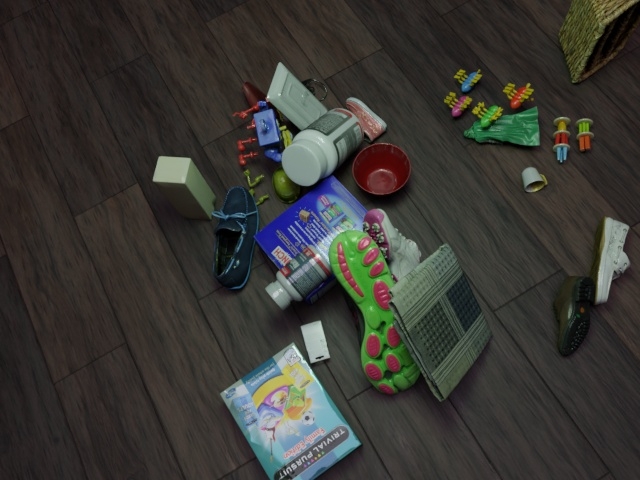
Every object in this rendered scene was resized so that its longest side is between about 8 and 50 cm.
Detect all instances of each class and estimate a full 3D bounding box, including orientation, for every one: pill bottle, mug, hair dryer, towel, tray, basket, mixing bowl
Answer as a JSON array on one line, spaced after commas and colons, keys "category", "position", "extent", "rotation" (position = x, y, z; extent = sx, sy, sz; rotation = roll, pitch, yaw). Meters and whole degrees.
[{"category": "pill bottle", "position": [0.007, -0.292, 1.737], "extent": [0.161, 0.161, 0.283], "rotation": [27, 42, 16]}, {"category": "mug", "position": [0.666, -0.192, 1.745], "extent": [0.062, 0.078, 0.064], "rotation": [-30, 54, 30]}, {"category": "hair dryer", "position": [-0.141, -0.487, 1.952], "extent": [0.293, 0.080, 0.224], "rotation": [17, 63, 2]}, {"category": "pill bottle", "position": [-0.062, 0.106, 1.552], "extent": [0.180, 0.108, 0.108], "rotation": [-40, 70, -6]}, {"category": "towel", "position": [0.320, 0.211, 1.485], "extent": [0.324, 0.056, 0.312], "rotation": [-35, 102, -42]}, {"category": "tray", "position": [-0.061, -0.448, 1.824], "extent": [0.030, 0.270, 0.145], "rotation": [-3, 64, 40]}, {"category": "basket", "position": [0.923, -0.679, 1.769], "extent": [0.213, 0.299, 0.223], "rotation": [-5, 66, 3]}, {"category": "mixing bowl", "position": [0.196, -0.208, 1.777], "extent": [0.181, 0.098, 0.181], "rotation": [-3, 68, 6]}]

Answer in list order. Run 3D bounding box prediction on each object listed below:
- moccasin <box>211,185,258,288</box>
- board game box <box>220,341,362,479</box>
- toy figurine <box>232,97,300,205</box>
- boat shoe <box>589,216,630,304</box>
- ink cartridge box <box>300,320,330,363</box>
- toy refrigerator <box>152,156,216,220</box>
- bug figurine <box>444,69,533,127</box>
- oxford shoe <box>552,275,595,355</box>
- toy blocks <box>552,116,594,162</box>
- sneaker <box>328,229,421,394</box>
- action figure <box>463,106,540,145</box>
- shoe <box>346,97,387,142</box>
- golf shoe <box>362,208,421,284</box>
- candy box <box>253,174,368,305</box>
[{"category": "moccasin", "position": [-0.267, -0.023, 1.735], "extent": [0.137, 0.117, 0.342], "rotation": [-14, 65, 22]}, {"category": "board game box", "position": [-0.083, 0.496, 1.544], "extent": [0.253, 0.079, 0.336], "rotation": [-35, 68, -7]}, {"category": "toy figurine", "position": [-0.182, -0.305, 1.758], "extent": [0.191, 0.217, 0.363], "rotation": [-10, 82, 1]}, {"category": "boat shoe", "position": [0.839, 0.061, 1.594], "extent": [0.096, 0.098, 0.277], "rotation": [15, 70, 13]}, {"category": "ink cartridge box", "position": [-0.014, 0.301, 1.640], "extent": [0.062, 0.029, 0.115], "rotation": [-16, 69, 0]}, {"category": "toy refrigerator", "position": [-0.417, -0.161, 1.740], "extent": [0.102, 0.269, 0.094], "rotation": [5, 69, 9]}, {"category": "bug figurine", "position": [0.545, -0.468, 1.831], "extent": [0.216, 0.072, 0.279], "rotation": [-45, 52, -15]}, {"category": "oxford shoe", "position": [0.703, 0.211, 1.569], "extent": [0.082, 0.096, 0.227], "rotation": [16, 86, -25]}, {"category": "toy blocks", "position": [0.806, -0.315, 1.770], "extent": [0.123, 0.054, 0.148], "rotation": [6, 69, 10]}, {"category": "sneaker", "position": [0.163, 0.192, 1.545], "extent": [0.185, 0.202, 0.483], "rotation": [-16, 96, 7]}, {"category": "action figure", "position": [0.586, -0.359, 1.810], "extent": [0.232, 0.063, 0.137], "rotation": [-2, 70, 14]}, {"category": "shoe", "position": [0.135, -0.408, 1.882], "extent": [0.178, 0.063, 0.081], "rotation": [42, 74, 15]}, {"category": "golf shoe", "position": [0.214, 0.023, 1.609], "extent": [0.140, 0.306, 0.115], "rotation": [-36, 34, -22]}, {"category": "candy box", "position": [0.000, 0.000, 1.707], "extent": [0.317, 0.122, 0.268], "rotation": [-38, 71, -10]}]
